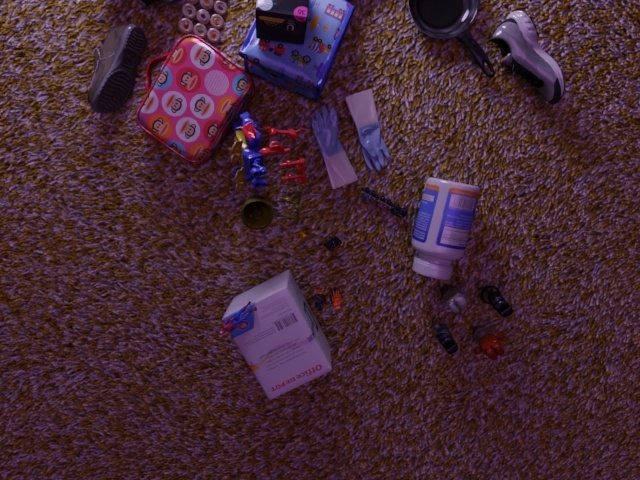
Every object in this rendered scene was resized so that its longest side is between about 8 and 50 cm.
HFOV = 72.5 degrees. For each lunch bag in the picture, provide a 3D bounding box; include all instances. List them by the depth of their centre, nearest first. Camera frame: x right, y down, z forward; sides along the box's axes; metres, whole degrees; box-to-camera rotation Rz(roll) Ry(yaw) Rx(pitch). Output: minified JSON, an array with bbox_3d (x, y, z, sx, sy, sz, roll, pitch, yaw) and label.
[{"bbox_3d":[-0.052,-0.556,1.148,0.221,0.138,0.293,22,90,-4],"label":"lunch bag"},{"bbox_3d":[-0.346,-0.378,1.162,0.258,0.120,0.293,35,98,-8],"label":"lunch bag"}]

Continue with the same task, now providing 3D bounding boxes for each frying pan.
[{"bbox_3d":[0.385,-0.613,1.185,0.326,0.053,0.197,30,98,-10],"label":"frying pan"}]

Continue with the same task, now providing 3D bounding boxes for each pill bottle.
[{"bbox_3d":[0.346,-0.034,1.244,0.153,0.152,0.271,11,101,-5],"label":"pill bottle"}]

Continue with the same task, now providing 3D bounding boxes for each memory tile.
[{"bbox_3d":[-0.306,-0.610,1.153,0.113,0.012,0.147,10,101,-27],"label":"memory tile"}]

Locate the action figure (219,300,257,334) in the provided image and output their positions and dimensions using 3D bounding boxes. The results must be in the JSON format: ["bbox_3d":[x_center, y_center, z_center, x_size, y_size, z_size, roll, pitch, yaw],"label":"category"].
[{"bbox_3d":[-0.217,0.206,1.128,0.115,0.030,0.038,-42,102,7],"label":"action figure"}]

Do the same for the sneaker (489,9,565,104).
[{"bbox_3d":[0.564,-0.482,1.196,0.108,0.100,0.271,-37,97,5],"label":"sneaker"}]

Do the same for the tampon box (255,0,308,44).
[{"bbox_3d":[-0.089,-0.576,1.045,0.121,0.101,0.160,4,77,-6],"label":"tampon box"}]

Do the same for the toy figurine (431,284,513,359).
[{"bbox_3d":[0.448,0.235,1.310,0.210,0.148,0.212,4,103,3],"label":"toy figurine"}]

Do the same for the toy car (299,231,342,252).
[{"bbox_3d":[0.000,0.000,1.303,0.122,0.060,0.040,27,143,9],"label":"toy car"}]

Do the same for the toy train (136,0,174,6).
[{"bbox_3d":[-0.399,-0.760,1.084,0.190,0.142,0.334,36,97,1],"label":"toy train"}]

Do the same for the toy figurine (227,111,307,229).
[{"bbox_3d":[-0.162,-0.225,1.200,0.191,0.217,0.362,-15,145,-14],"label":"toy figurine"}]

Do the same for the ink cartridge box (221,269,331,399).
[{"bbox_3d":[-0.116,0.263,1.255,0.198,0.197,0.270,-27,100,3],"label":"ink cartridge box"}]

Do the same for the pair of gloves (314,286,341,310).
[{"bbox_3d":[0.023,0.180,1.341,0.083,0.010,0.074,-3,101,-1],"label":"pair of gloves"}]

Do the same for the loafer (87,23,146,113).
[{"bbox_3d":[-0.552,-0.459,1.163,0.087,0.094,0.251,25,90,18],"label":"loafer"}]

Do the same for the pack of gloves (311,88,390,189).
[{"bbox_3d":[0.084,-0.288,1.249,0.195,0.046,0.232,-21,104,-10],"label":"pack of gloves"}]

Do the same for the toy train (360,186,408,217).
[{"bbox_3d":[0.184,-0.111,1.286,0.158,0.027,0.036,28,109,-8],"label":"toy train"}]
